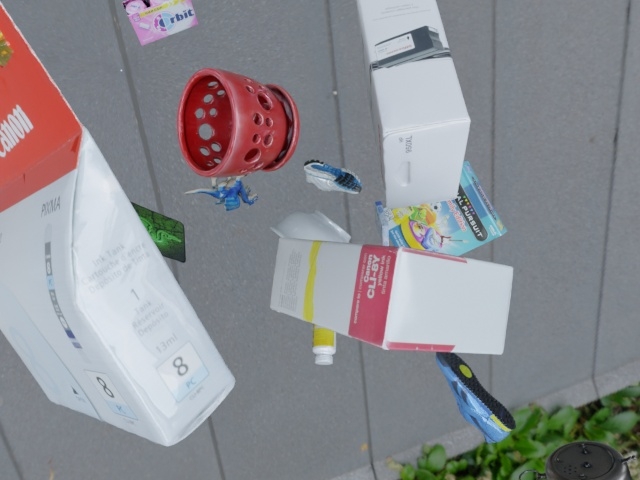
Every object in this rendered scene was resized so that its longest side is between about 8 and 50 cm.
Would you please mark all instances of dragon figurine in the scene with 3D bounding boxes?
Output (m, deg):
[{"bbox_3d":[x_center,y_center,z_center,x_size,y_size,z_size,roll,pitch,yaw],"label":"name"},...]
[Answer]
[{"bbox_3d":[-0.319,-0.152,1.701,0.289,0.085,0.144,-34,137,-45],"label":"dragon figurine"}]

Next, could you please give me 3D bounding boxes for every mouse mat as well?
[{"bbox_3d":[-0.436,-0.024,1.312,0.189,0.153,0.007,24,126,-38],"label":"mouse mat"}]

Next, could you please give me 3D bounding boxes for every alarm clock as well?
[{"bbox_3d":[0.436,0.402,0.862,0.192,0.129,0.064,-20,97,30],"label":"alarm clock"}]

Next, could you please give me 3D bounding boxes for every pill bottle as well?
[{"bbox_3d":[0.011,0.275,1.363,0.065,0.065,0.116,15,61,-25],"label":"pill bottle"}]

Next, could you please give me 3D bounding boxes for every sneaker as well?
[{"bbox_3d":[0.037,-0.177,1.516,0.071,0.190,0.083,-51,158,-36],"label":"sneaker"},{"bbox_3d":[0.298,0.321,1.030,0.069,0.209,0.082,-17,151,-53],"label":"sneaker"}]

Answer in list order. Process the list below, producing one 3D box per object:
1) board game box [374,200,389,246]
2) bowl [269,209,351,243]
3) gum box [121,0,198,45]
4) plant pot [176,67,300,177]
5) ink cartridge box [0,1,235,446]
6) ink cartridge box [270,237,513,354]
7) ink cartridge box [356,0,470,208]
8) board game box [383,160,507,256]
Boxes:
[{"bbox_3d":[0.163,-0.042,1.335,0.020,0.090,0.090,-10,140,0],"label":"board game box"},{"bbox_3d":[0.000,0.000,1.540,0.298,0.298,0.134,39,89,-28],"label":"bowl"},{"bbox_3d":[-0.448,-0.647,1.429,0.188,0.062,0.107,-26,156,-10],"label":"gum box"},{"bbox_3d":[-0.149,-0.212,0.943,0.174,0.191,0.191,-6,112,-48],"label":"plant pot"},{"bbox_3d":[-0.280,0.002,0.479,0.091,0.308,0.385,-41,112,-39],"label":"ink cartridge box"},{"bbox_3d":[0.113,0.093,0.955,0.279,0.384,0.161,9,88,-33],"label":"ink cartridge box"},{"bbox_3d":[0.190,-0.309,1.089,0.166,0.395,0.285,-9,153,6],"label":"ink cartridge box"},{"bbox_3d":[0.383,-0.061,1.627,0.079,0.336,0.254,-20,80,-54],"label":"board game box"}]
